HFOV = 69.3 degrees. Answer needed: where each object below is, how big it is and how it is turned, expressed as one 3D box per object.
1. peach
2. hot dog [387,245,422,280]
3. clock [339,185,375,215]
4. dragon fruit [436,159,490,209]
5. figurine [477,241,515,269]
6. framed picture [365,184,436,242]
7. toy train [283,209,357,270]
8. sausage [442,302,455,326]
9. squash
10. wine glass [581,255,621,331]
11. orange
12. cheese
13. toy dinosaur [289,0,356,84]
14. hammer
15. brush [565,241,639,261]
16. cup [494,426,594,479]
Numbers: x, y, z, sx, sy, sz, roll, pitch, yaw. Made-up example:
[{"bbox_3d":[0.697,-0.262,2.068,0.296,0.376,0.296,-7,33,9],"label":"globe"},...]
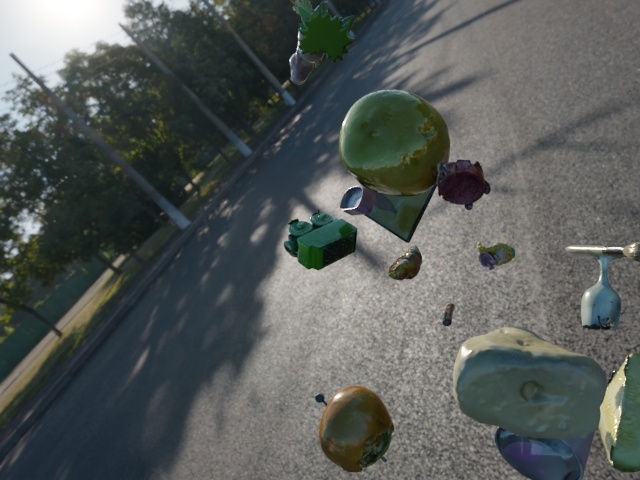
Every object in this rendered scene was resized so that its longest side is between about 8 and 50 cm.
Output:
[{"bbox_3d":[0.215,-0.272,1.338,0.315,0.281,0.314,20,71,24],"label":"peach"},{"bbox_3d":[0.342,0.104,1.826,0.123,0.093,0.261,-34,2,40],"label":"hot dog"},{"bbox_3d":[0.128,-0.144,1.577,0.153,0.050,0.110,0,71,63],"label":"clock"},{"bbox_3d":[0.315,-0.137,1.028,0.112,0.126,0.068,-43,26,49],"label":"dragon fruit"},{"bbox_3d":[0.666,0.039,1.755,0.156,0.115,0.095,-19,-25,-24],"label":"figurine"},{"bbox_3d":[0.265,-0.172,1.689,0.339,0.014,0.255,40,111,48],"label":"framed picture"},{"bbox_3d":[0.000,0.000,1.621,0.243,0.132,0.188,-25,42,-32],"label":"toy train"},{"bbox_3d":[0.346,0.198,1.248,0.028,0.025,0.198,-50,-10,18],"label":"sausage"},{"bbox_3d":[0.653,0.356,0.943,0.252,0.093,0.169,-18,-49,-64],"label":"squash"},{"bbox_3d":[1.084,0.189,1.789,0.143,0.143,0.321,-8,68,62],"label":"wine glass"},{"bbox_3d":[0.070,0.360,0.891,0.134,0.154,0.154,14,48,20],"label":"orange"},{"bbox_3d":[0.372,0.267,0.922,0.251,0.248,0.173,-106,20,-78],"label":"cheese"},{"bbox_3d":[-0.004,-0.472,1.107,0.177,0.152,0.194,-137,49,-63],"label":"toy dinosaur"},{"bbox_3d":[0.096,0.590,1.462,0.029,0.292,0.058,-48,-14,-6],"label":"hammer"},{"bbox_3d":[0.652,0.021,1.065,0.299,0.039,0.042,-118,40,-89],"label":"brush"},{"bbox_3d":[0.746,0.572,1.497,0.253,0.253,0.371,-22,12,49],"label":"cup"}]
